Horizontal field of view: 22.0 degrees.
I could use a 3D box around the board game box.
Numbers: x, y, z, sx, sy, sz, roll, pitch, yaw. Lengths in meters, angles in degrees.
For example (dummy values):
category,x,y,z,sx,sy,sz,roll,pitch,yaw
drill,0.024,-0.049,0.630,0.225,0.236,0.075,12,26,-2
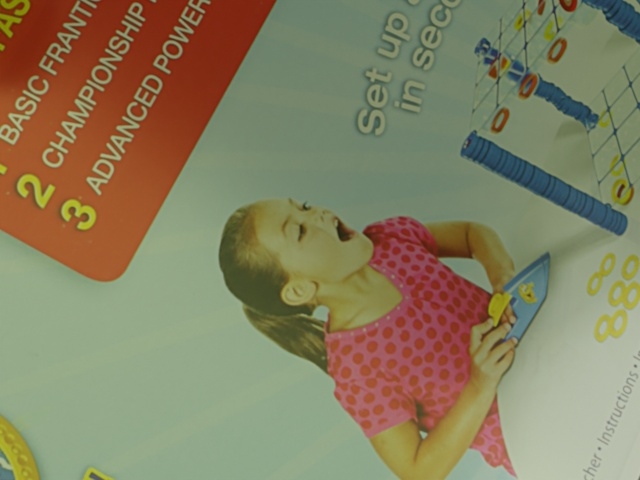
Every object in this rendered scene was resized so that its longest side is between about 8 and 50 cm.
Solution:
category,x,y,z,sx,sy,sz,roll,pitch,yaw
board game box,0.000,0.000,0.398,0.302,0.086,0.308,30,72,-6
